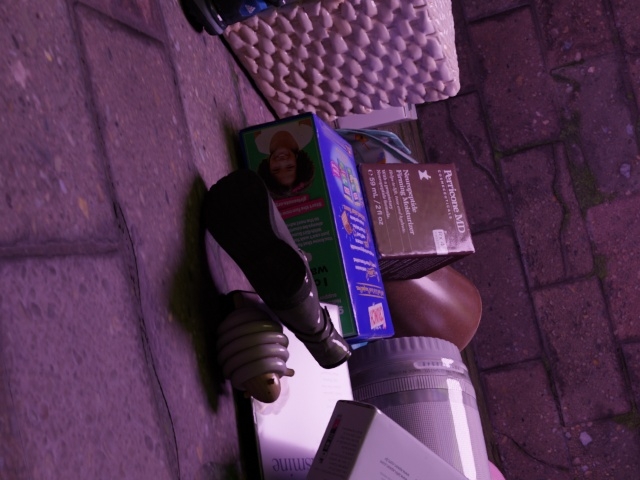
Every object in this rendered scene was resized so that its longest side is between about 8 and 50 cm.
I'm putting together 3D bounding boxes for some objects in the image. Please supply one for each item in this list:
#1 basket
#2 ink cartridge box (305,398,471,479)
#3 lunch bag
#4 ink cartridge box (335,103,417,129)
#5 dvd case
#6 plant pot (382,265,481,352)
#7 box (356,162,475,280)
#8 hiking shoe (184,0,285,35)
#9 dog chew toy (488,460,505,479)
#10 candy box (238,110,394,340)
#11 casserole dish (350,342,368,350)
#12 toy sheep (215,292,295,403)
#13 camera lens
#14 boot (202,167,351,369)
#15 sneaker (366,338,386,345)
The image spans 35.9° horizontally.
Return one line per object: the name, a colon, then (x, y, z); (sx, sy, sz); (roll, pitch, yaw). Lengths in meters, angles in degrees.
basket: (0.030, -0.378, 1.537); (0.331, 0.328, 0.266); (53, 30, -60)
ink cartridge box: (0.066, 0.399, 1.144); (0.324, 0.071, 0.330); (44, 63, -41)
lunch bag: (0.129, -0.117, 1.953); (0.262, 0.160, 0.223); (42, 6, 16)
ink cartridge box: (0.120, -0.294, 2.172); (0.212, 0.154, 0.093); (-21, 98, -78)
dvd case: (-0.026, 0.188, 1.188); (0.180, 0.022, 0.253); (12, 62, -45)
plant pot: (0.160, 0.098, 1.886); (0.230, 0.215, 0.215); (44, 32, -41)
box: (0.122, -0.029, 1.692); (0.203, 0.167, 0.168); (-3, 74, -31)
hiking shoe: (-0.121, -0.424, 1.356); (0.113, 0.132, 0.304); (44, 34, -66)
dog chew toy: (0.225, 0.528, 1.688); (0.206, 0.207, 0.332); (63, 26, -45)
candy box: (0.000, 0.000, 1.445); (0.268, 0.122, 0.317); (22, 54, -75)
casserole dish: (0.052, 0.161, 1.677); (0.188, 0.037, 0.114); (53, 26, -57)
toy sheep: (-0.075, 0.119, 1.095); (0.132, 0.091, 0.091); (66, 8, 25)
camera lens: (0.131, 0.305, 1.451); (0.219, 0.219, 0.274); (53, 27, -59)
boot: (-0.053, 0.037, 1.164); (0.246, 0.083, 0.161); (59, -1, 44)
sneaker: (0.106, 0.253, 1.653); (0.078, 0.106, 0.234); (33, -23, 35)
